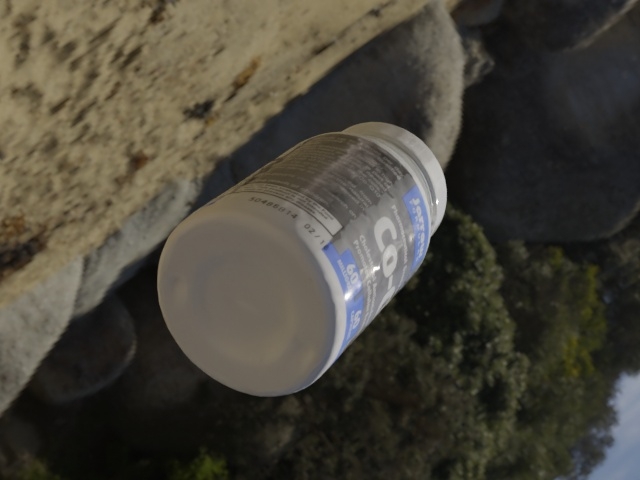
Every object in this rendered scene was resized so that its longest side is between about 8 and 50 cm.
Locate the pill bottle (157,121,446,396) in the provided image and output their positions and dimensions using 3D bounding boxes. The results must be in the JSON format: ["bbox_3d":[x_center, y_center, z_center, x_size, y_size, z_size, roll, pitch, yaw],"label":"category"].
[{"bbox_3d":[0.000,0.000,0.448,0.078,0.078,0.137,-33,-176,34],"label":"pill bottle"}]
